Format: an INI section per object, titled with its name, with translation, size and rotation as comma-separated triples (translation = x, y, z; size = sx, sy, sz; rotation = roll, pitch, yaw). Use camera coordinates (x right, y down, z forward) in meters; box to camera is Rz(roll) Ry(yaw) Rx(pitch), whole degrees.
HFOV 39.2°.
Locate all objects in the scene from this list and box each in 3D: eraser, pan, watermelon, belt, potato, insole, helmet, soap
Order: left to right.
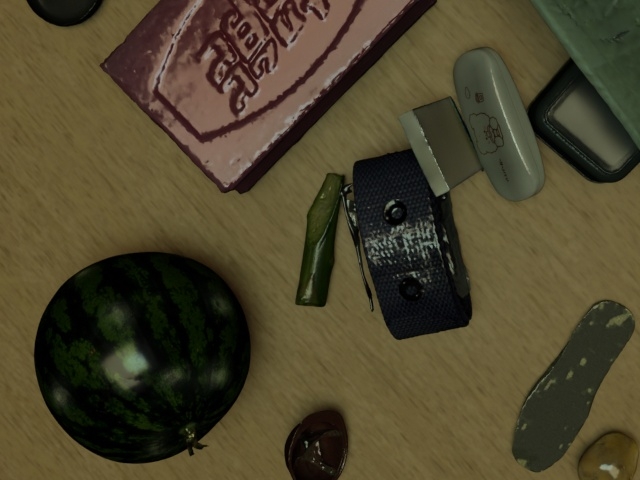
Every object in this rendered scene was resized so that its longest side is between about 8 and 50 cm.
[pan]
translation = -0.340, -0.387, 1.168
size = 0.115, 0.040, 0.212
rotation = -1, 104, 10
[watermelon]
translation = -0.220, 0.141, 1.115
size = 0.269, 0.269, 0.269
rotation = 1, 97, 9
[soap]
translation = -0.061, -0.257, 1.100
size = 0.359, 0.128, 0.233
rotation = -45, 88, 10
[helmet]
translation = -0.014, 0.273, 1.193
size = 0.089, 0.057, 0.111
rotation = 6, 93, -28
[belt]
translation = 0.104, 0.006, 1.106
size = 0.126, 0.139, 0.230
rotation = -13, 96, 17
[eraser]
translation = 0.147, -0.114, 1.072
size = 0.023, 0.150, 0.104
rotation = -25, 93, 29
[insole]
translation = 0.320, 0.187, 1.153
size = 0.081, 0.011, 0.248
rotation = 29, 100, 2
[potato]
translation = 0.367, 0.284, 1.138
size = 0.068, 0.062, 0.083
rotation = 32, 79, -11

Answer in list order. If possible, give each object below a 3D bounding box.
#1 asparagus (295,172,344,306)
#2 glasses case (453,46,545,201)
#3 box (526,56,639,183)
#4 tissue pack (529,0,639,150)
[asparagus]
translation = 0.000, 0.000, 1.165
size = 0.045, 0.041, 0.178
rotation = 9, 97, -1
[glasses case]
translation = 0.217, -0.141, 1.095
size = 0.049, 0.074, 0.193
rotation = -22, 94, -29
[box]
translation = 0.355, -0.174, 1.063
size = 0.144, 0.090, 0.201
rotation = 42, 102, 3
[tissue pack]
translation = 0.429, -0.325, 0.917
size = 0.405, 0.205, 0.332
rotation = -37, 91, -13
